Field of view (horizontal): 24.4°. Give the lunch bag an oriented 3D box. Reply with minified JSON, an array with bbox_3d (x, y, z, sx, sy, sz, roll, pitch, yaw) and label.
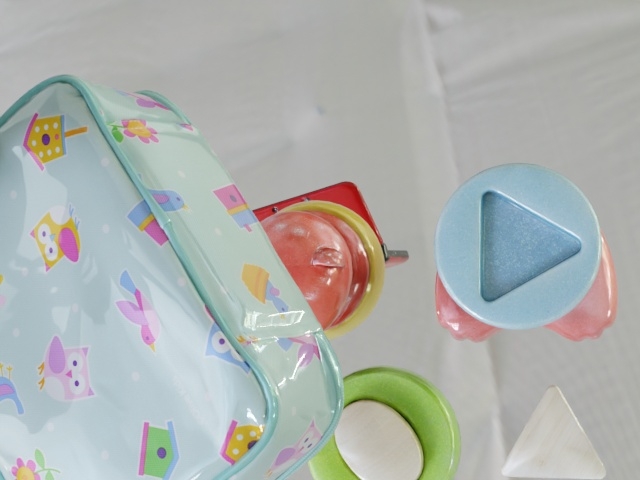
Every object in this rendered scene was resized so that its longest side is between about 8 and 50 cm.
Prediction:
[{"bbox_3d":[-0.132,0.053,0.898,0.224,0.108,0.279,-43,-112,26],"label":"lunch bag"}]

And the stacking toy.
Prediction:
[{"bbox_3d":[0.088,0.083,1.183,0.308,0.280,0.130,-10,174,10],"label":"stacking toy"}]

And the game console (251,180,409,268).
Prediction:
[{"bbox_3d":[0.000,0.000,1.497,0.144,0.085,0.124,-16,174,20],"label":"game console"}]
